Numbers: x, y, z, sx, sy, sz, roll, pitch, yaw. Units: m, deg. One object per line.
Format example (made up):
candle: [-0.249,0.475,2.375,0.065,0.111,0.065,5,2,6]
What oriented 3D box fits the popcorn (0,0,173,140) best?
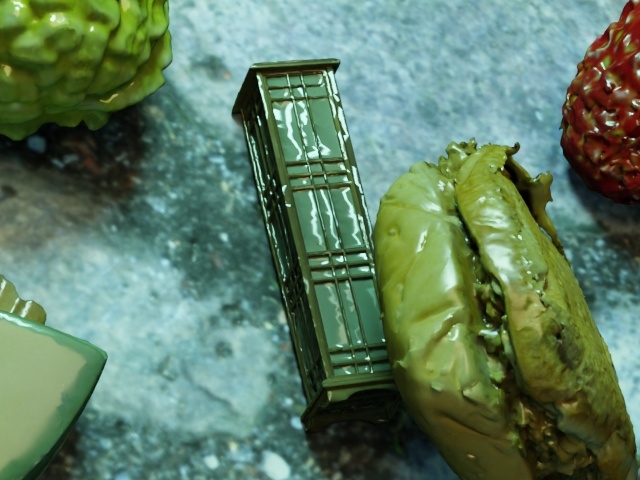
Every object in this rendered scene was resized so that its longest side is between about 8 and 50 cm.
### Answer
popcorn: [-0.239,-0.194,1.537,0.259,0.259,0.212,-42,118,-28]

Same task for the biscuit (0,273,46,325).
biscuit: [-0.352,0.048,1.493,0.224,0.033,0.144,34,60,2]

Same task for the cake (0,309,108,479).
cake: [-0.294,0.070,1.400,0.172,0.158,0.283,-38,86,-21]

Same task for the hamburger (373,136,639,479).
hamburger: [0.155,0.080,1.491,0.158,0.318,0.319,-20,67,15]

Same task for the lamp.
lamp: [0.000,0.000,1.587,0.089,0.090,0.325,-5,66,-18]

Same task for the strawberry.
strawberry: [0.316,-0.116,1.680,0.178,0.234,0.234,-36,78,-7]
